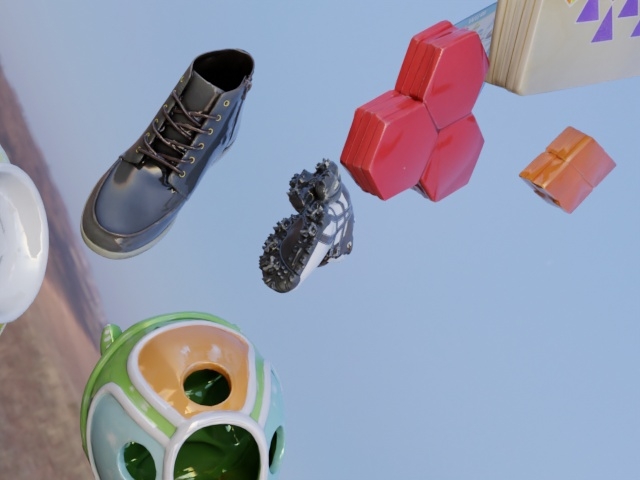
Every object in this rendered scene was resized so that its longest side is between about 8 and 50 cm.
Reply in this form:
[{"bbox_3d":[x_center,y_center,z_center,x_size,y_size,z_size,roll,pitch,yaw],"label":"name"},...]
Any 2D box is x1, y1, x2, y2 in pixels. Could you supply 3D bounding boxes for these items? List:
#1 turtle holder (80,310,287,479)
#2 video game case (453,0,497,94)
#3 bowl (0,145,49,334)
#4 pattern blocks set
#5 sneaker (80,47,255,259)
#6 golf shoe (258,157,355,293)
[{"bbox_3d":[-0.162,0.252,1.213,0.243,0.320,0.227,23,4,-26],"label":"turtle holder"},{"bbox_3d":[0.136,-0.171,1.049,0.015,0.166,0.119,39,-28,-20],"label":"video game case"},{"bbox_3d":[-0.295,0.001,0.760,0.289,0.156,0.289,1,90,-74],"label":"bowl"},{"bbox_3d":[0.146,-0.147,0.509,0.026,0.325,0.285,30,-67,36],"label":"pattern blocks set"},{"bbox_3d":[-0.141,-0.087,0.956,0.083,0.222,0.118,31,-37,2],"label":"sneaker"},{"bbox_3d":[0.000,0.000,1.089,0.094,0.077,0.198,56,34,-26],"label":"golf shoe"}]
